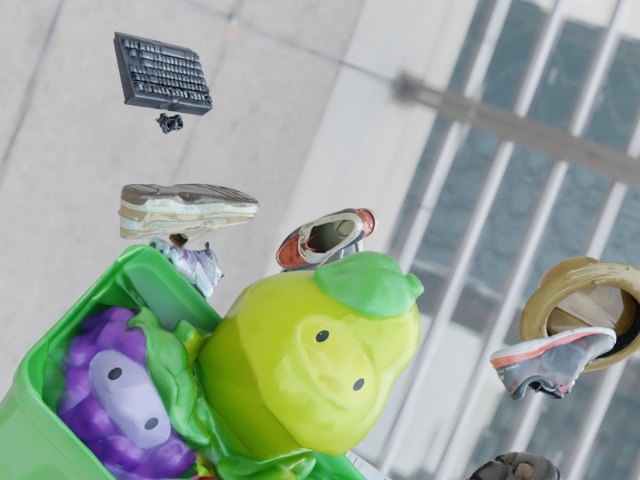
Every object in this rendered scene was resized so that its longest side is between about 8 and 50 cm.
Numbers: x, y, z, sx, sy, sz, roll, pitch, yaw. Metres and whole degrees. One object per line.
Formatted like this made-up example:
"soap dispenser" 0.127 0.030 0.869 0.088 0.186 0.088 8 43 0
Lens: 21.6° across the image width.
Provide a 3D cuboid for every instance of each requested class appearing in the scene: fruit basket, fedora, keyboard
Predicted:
"fruit basket" -0.072 0.166 1.506 0.283 0.392 0.392 -52 155 -53
"fedora" 0.325 0.078 2.062 0.079 0.194 0.194 -107 -166 -47
"keyboard" -0.166 -0.167 1.827 0.180 0.023 0.108 0 78 -66

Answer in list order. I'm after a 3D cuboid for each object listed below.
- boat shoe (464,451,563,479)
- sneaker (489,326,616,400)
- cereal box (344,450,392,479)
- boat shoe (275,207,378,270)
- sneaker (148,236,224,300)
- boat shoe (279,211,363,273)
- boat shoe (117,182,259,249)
"boat shoe" 0.082 0.298 1.197 0.324 0.120 0.122 -46 -162 14
"sneaker" 0.240 0.129 1.710 0.158 0.061 0.065 -11 80 -32
"cereal box" 0.076 0.355 2.068 0.047 0.240 0.173 -56 -179 -32
"boat shoe" 0.000 0.000 1.832 0.043 0.137 0.049 -20 87 -56
"sneaker" -0.155 0.019 1.990 0.038 0.098 0.069 -27 -160 48
"boat shoe" -0.030 0.105 2.281 0.091 0.109 0.305 5 107 -58
"boat shoe" -0.156 -0.025 1.942 0.190 0.068 0.072 1 106 -39
